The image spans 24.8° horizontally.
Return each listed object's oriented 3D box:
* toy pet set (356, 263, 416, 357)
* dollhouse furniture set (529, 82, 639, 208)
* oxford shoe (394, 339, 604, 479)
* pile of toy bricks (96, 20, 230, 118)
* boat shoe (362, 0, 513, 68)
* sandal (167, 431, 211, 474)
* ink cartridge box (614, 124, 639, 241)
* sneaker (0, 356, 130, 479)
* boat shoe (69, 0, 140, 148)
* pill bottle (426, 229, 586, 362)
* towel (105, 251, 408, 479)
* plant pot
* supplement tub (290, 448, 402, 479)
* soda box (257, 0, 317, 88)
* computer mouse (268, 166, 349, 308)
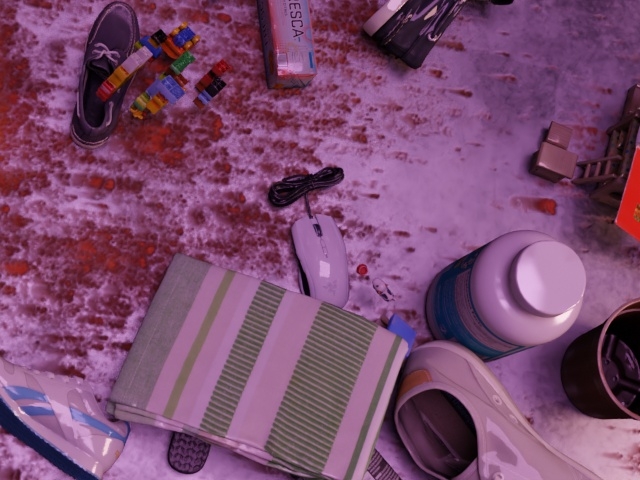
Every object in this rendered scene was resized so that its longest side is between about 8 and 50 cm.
[{"bbox_3d":[0.059,0.114,1.892,0.114,0.065,0.122,43,89,-20],"label":"toy pet set"},{"bbox_3d":[0.399,-0.161,2.040,0.161,0.101,0.181,20,74,-10],"label":"dollhouse furniture set"},{"bbox_3d":[0.252,0.321,1.852,0.449,0.169,0.130,47,36,4],"label":"oxford shoe"},{"bbox_3d":[-0.208,-0.198,1.878,0.118,0.105,0.212,47,27,-5],"label":"pile of toy bricks"},{"bbox_3d":[0.217,-0.362,2.022,0.340,0.127,0.113,-41,92,-18],"label":"boat shoe"},{"bbox_3d":[-0.150,0.207,1.847,0.067,0.040,0.179,21,83,-6],"label":"sandal"},{"bbox_3d":[0.531,-0.077,2.019,0.275,0.060,0.238,31,68,-37],"label":"ink cartridge box"},{"bbox_3d":[-0.338,0.197,1.777,0.229,0.087,0.092,41,62,-10],"label":"sneaker"},{"bbox_3d":[-0.274,-0.221,1.888,0.075,0.065,0.206,16,74,-12],"label":"boat shoe"},{"bbox_3d":[0.242,0.070,1.861,0.146,0.264,0.146,3,77,-15],"label":"pill bottle"},{"bbox_3d":[-0.072,0.163,1.806,0.325,0.038,0.248,18,55,7],"label":"towel"},{"bbox_3d":[0.410,0.168,1.939,0.167,0.165,0.167,3,78,-14],"label":"plant pot"},{"bbox_3d":[0.019,0.282,1.838,0.106,0.106,0.198,-40,89,-19],"label":"supplement tub"},{"bbox_3d":[-0.048,-0.299,1.968,0.058,0.063,0.183,-4,80,-16],"label":"soda box"},{"bbox_3d":[0.000,0.000,1.927,0.106,0.042,0.193,-11,81,-18],"label":"computer mouse"}]
